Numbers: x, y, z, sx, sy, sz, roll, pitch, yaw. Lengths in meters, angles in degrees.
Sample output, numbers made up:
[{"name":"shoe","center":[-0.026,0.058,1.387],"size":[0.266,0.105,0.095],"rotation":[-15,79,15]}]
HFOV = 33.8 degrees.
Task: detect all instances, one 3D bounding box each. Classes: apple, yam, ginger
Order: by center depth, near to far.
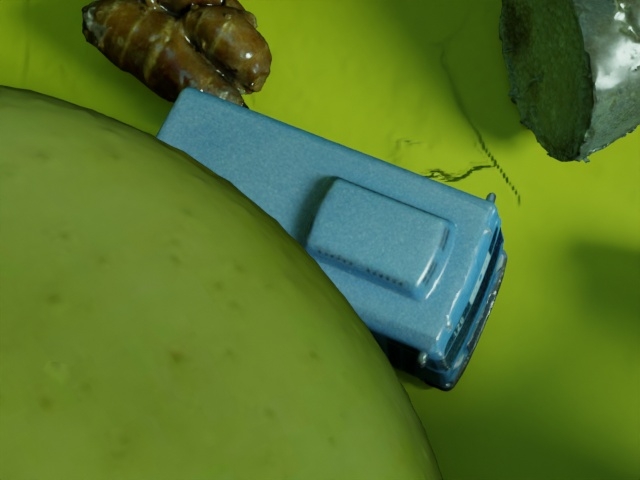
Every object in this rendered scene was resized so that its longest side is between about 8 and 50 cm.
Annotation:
[{"name":"apple","center":[-0.157,0.168,0.500],"size":[0.474,0.473,0.473],"rotation":[-3,70,8]},{"name":"yam","center":[0.238,-0.173,0.708],"size":[0.254,0.154,0.154],"rotation":[-29,69,0]},{"name":"ginger","center":[-0.097,-0.152,0.794],"size":[0.162,0.073,0.103],"rotation":[38,93,14]}]

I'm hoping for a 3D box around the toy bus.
[{"name":"toy bus","center":[0.000,0.000,0.685],"size":[0.234,0.133,0.116],"rotation":[22,75,12]}]
